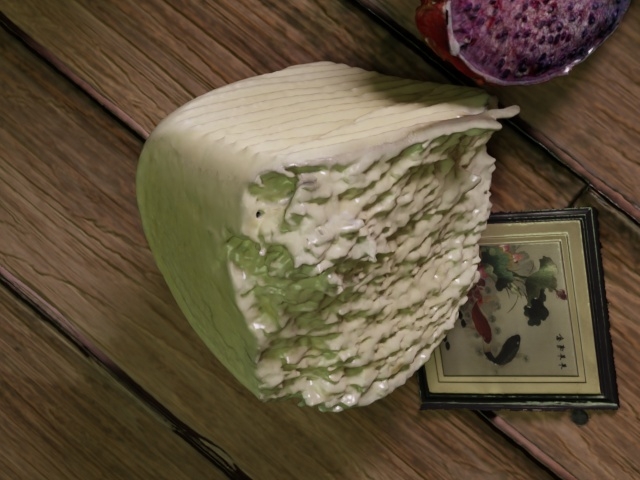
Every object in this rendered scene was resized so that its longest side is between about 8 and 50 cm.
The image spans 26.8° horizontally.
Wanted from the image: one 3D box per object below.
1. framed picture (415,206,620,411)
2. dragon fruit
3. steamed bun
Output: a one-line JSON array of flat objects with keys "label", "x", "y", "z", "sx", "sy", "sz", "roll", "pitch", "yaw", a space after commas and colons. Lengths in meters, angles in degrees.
[{"label": "framed picture", "x": 0.170, "y": 0.067, "z": 1.239, "sx": 0.199, "sy": 0.010, "sz": 0.195, "roll": -3, "pitch": 106, "yaw": 25}, {"label": "dragon fruit", "x": 0.142, "y": -0.248, "z": 1.063, "sx": 0.218, "sy": 0.223, "sz": 0.148, "roll": -55, "pitch": 43, "yaw": 11}, {"label": "steamed bun", "x": 0.000, "y": 0.000, "z": 1.141, "sx": 0.273, "sy": 0.290, "sz": 0.272, "roll": 22, "pitch": 117, "yaw": 41}]
